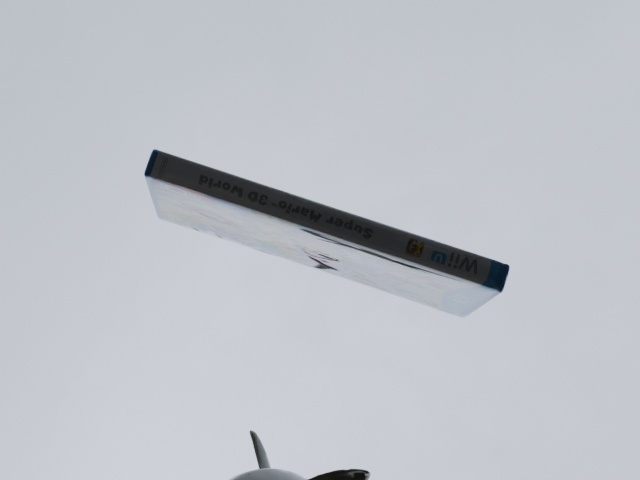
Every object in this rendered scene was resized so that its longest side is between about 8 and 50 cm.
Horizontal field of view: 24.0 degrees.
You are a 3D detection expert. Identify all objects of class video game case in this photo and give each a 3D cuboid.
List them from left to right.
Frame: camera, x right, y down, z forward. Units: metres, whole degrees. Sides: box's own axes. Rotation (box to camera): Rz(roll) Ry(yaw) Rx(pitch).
[{"bbox_3d":[0.000,0.000,0.717,0.166,0.119,0.015,18,-100,0],"label":"video game case"}]

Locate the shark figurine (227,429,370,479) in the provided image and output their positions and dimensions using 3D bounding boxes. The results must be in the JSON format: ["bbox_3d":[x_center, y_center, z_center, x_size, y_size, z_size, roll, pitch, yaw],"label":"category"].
[{"bbox_3d":[-0.020,0.201,1.110,0.116,0.278,0.166,-22,-107,18],"label":"shark figurine"}]
